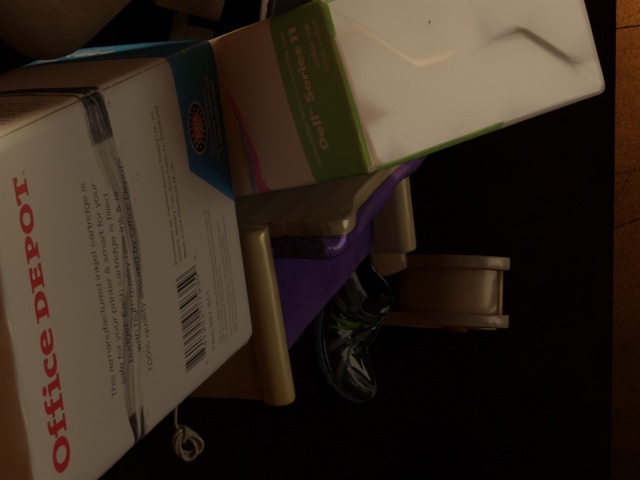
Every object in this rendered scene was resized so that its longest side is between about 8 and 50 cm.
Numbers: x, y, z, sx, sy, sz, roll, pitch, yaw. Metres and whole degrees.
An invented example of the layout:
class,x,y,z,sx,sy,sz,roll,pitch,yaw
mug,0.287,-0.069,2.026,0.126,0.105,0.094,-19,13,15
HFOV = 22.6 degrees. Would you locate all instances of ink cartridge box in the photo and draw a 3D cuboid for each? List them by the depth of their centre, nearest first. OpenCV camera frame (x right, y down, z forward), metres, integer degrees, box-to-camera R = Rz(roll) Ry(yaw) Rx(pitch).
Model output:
class,x,y,z,sx,sy,sz,roll,pitch,yaw
ink cartridge box,-0.169,0.013,1.009,0.307,0.129,0.223,-41,128,-63
ink cartridge box,0.012,-0.115,1.171,0.207,0.353,0.119,-20,97,-29

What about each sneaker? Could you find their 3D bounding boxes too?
class,x,y,z,sx,sy,sz,roll,pitch,yaw
sneaker,0.037,0.076,1.611,0.067,0.078,0.188,-36,124,-64

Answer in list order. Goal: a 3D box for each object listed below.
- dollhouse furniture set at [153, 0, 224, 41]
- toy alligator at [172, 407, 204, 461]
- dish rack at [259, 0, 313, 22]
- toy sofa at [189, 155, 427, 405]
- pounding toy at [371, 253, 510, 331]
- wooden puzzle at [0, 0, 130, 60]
class,x,y,z,sx,sy,sz,roll,pitch,yaw
dollhouse furniture set,-0.127,-0.357,1.249,0.303,0.173,0.356,-86,-169,-46
toy alligator,-0.126,0.080,1.237,0.051,0.056,0.190,-137,-147,-60
dish rack,-0.004,-0.302,1.337,0.333,0.072,0.286,116,-21,-75
toy sofa,0.000,0.000,1.384,0.362,0.177,0.150,-46,133,-61
pounding toy,0.144,0.024,1.783,0.269,0.154,0.155,12,79,-69
wooden puzzle,-0.130,-0.304,0.951,0.080,0.348,0.322,50,1,32
